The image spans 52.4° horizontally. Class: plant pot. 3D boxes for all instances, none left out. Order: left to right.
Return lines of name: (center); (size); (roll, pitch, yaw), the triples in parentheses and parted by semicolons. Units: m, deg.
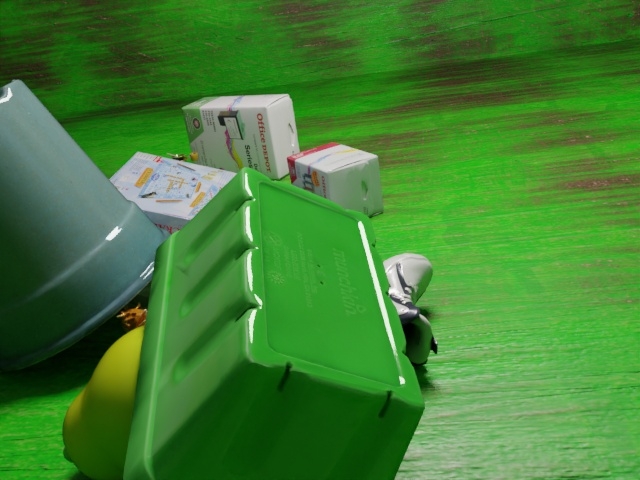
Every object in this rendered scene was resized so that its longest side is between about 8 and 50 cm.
plant pot: (-0.465, -0.039, 0.999); (0.341, 0.334, 0.341); (-26, 24, 13)

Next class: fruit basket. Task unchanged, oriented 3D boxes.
fruit basket: (-0.099, 0.153, 0.699); (0.283, 0.391, 0.392); (20, 14, -21)

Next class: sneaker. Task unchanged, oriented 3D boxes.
sneaker: (0.116, 0.105, 0.878); (0.153, 0.094, 0.235); (17, 34, 43)

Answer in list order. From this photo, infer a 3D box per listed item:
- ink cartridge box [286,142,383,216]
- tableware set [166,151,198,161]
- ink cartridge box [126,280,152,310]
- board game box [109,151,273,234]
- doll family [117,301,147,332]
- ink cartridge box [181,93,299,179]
ink cartridge box: (0.031, -0.121, 1.384); (0.127, 0.128, 0.176); (-21, 25, -25)
tableware set: (-0.397, -0.207, 1.706); (0.154, 0.024, 0.104); (-17, 24, -26)
ink cartridge box: (-0.287, 0.050, 1.206); (0.181, 0.056, 0.225); (7, 30, 32)
board game box: (-0.272, -0.080, 1.353); (0.318, 0.065, 0.318); (12, 24, -3)
doll family: (-0.203, 0.124, 0.916); (0.163, 0.118, 0.263); (-9, 23, 0)
ink cartridge box: (-0.210, -0.276, 1.738); (0.278, 0.201, 0.117); (5, 28, 28)
